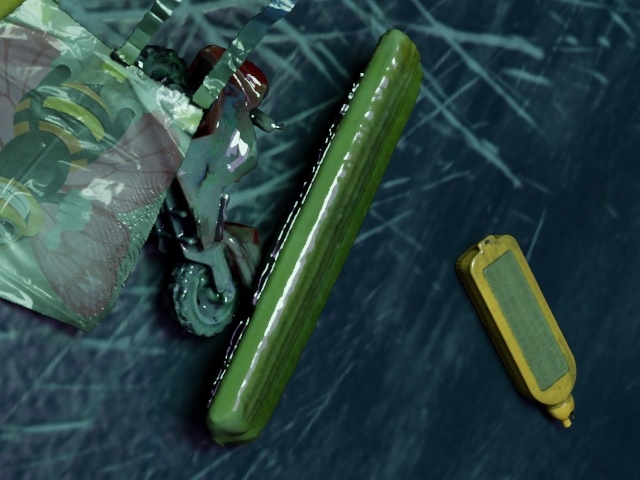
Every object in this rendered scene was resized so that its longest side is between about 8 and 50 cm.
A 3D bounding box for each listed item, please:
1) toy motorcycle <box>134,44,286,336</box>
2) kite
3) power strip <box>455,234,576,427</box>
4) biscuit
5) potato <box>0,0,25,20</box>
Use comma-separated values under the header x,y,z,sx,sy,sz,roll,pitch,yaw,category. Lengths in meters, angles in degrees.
x,y,z,sx,sy,sz,roll,pitch,yaw,category
-0.079,-0.043,1.081,0.122,0.082,0.213,-31,121,-34,toy motorcycle
-0.129,-0.100,0.976,0.204,0.022,0.360,37,111,-20,kite
0.161,0.074,1.245,0.049,0.028,0.178,-35,108,-23,power strip
0.000,0.000,1.121,0.038,0.099,0.322,21,77,17,biscuit
-0.236,-0.227,0.978,0.138,0.098,0.243,-8,95,-27,potato
